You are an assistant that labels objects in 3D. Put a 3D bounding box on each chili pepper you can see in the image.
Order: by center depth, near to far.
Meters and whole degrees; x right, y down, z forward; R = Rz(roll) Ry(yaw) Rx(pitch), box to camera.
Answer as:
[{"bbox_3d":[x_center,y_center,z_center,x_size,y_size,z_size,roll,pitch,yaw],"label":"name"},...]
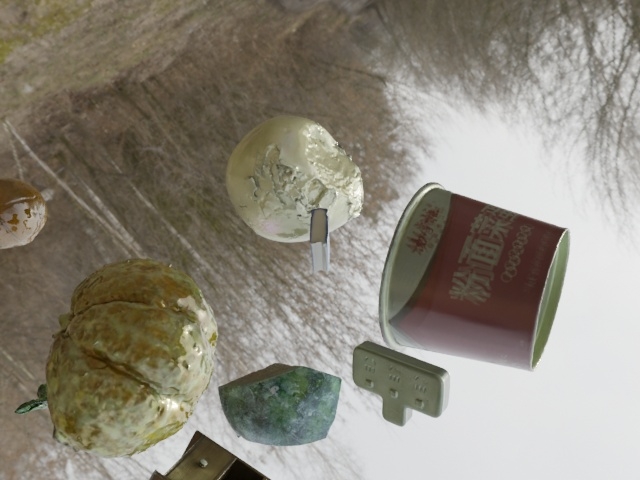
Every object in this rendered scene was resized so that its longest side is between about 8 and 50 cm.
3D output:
[{"bbox_3d":[-0.538,0.311,1.062,0.056,0.035,0.118,-4,-172,-5],"label":"chili pepper"}]

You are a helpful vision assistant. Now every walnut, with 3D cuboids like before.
[{"bbox_3d":[-0.708,-0.061,1.235,0.167,0.167,0.207,-40,-168,-11],"label":"walnut"}]

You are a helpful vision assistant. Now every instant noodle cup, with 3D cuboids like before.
[{"bbox_3d":[0.202,0.052,0.698,0.179,0.234,0.235,13,-137,30],"label":"instant noodle cup"}]

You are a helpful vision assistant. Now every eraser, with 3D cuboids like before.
[{"bbox_3d":[0.000,0.000,0.823,0.027,0.084,0.063,0,-123,3],"label":"eraser"}]

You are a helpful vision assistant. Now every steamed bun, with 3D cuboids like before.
[{"bbox_3d":[-0.083,-0.120,1.365,0.312,0.334,0.233,-34,-159,43],"label":"steamed bun"}]

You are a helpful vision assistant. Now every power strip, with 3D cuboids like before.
[{"bbox_3d":[0.201,0.385,1.419,0.265,0.193,0.059,13,-157,35],"label":"power strip"}]

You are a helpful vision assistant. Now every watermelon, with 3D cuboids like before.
[{"bbox_3d":[-0.097,0.462,1.649,0.388,0.228,0.258,-14,-169,18],"label":"watermelon"}]

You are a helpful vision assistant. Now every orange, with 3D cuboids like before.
[{"bbox_3d":[-0.290,0.177,0.944,0.211,0.271,0.368,-29,-145,18],"label":"orange"}]

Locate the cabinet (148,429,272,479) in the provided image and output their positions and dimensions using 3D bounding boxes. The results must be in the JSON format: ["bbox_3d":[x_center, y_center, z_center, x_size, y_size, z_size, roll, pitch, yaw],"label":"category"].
[{"bbox_3d":[-0.219,0.510,1.059,0.148,0.215,0.175,-62,170,12],"label":"cabinet"}]
